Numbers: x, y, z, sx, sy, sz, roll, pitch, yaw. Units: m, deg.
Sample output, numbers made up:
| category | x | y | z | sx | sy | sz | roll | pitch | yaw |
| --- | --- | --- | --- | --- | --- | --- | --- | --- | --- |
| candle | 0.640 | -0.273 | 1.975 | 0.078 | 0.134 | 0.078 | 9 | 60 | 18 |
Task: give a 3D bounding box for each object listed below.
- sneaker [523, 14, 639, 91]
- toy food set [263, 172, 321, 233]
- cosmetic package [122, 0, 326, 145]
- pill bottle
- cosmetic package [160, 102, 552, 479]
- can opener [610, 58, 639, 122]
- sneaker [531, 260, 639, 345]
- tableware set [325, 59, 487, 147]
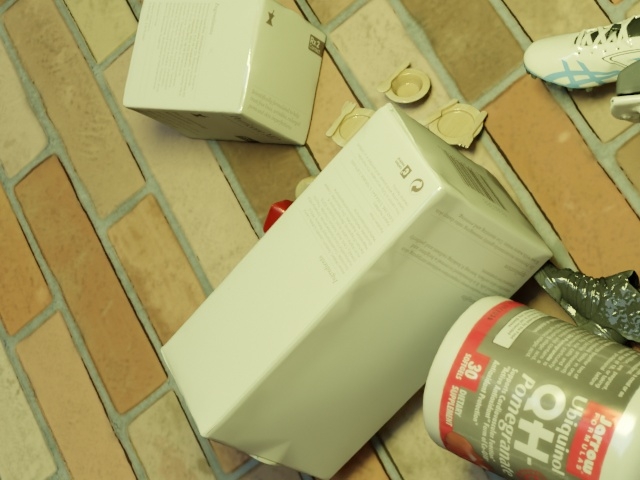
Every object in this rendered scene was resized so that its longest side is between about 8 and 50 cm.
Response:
| category | x | y | z | sx | sy | sz | roll | pitch | yaw |
| --- | --- | --- | --- | --- | --- | --- | --- | --- | --- |
| sneaker | 0.333 | -0.213 | 1.680 | 0.237 | 0.086 | 0.085 | 1 | 42 | 26 |
| toy food set | 0.000 | 0.000 | 1.846 | 0.111 | 0.104 | 0.232 | 25 | 109 | 19 |
| cosmetic package | -0.117 | -0.212 | 1.914 | 0.183 | 0.151 | 0.152 | 6 | 82 | 33 |
| pill bottle | 0.277 | 0.188 | 1.568 | 0.318 | 0.176 | 0.176 | 22 | 90 | 33 |
| cosmetic package | 0.036 | 0.068 | 1.695 | 0.385 | 0.217 | 0.156 | -45 | 46 | 16 |
| can opener | 0.421 | -0.152 | 1.546 | 0.280 | 0.074 | 0.093 | 0 | 76 | 31 |
| sneaker | 0.306 | 0.058 | 1.661 | 0.089 | 0.051 | 0.170 | -45 | 65 | 14 |
| tableware set | 0.100 | -0.138 | 1.812 | 0.141 | 0.020 | 0.168 | -41 | 53 | -20 |
